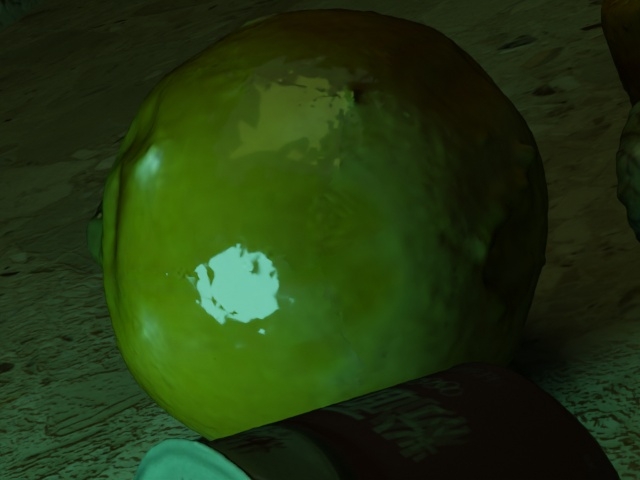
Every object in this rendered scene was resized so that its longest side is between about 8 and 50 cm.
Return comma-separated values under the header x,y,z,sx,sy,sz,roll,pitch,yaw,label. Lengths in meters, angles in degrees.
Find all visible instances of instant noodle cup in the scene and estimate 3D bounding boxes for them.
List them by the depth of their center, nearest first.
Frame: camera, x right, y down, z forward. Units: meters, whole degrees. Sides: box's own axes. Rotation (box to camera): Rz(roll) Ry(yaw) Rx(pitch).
x,y,z,sx,sy,sz,roll,pitch,yaw,label
0.037,0.174,0.864,0.178,0.234,0.235,-23,17,-30,instant noodle cup

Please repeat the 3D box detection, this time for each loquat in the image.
x,y,z,sx,sy,sz,roll,pitch,yaw,label
0.000,0.000,1.201,0.328,0.328,0.328,-20,20,8,loquat

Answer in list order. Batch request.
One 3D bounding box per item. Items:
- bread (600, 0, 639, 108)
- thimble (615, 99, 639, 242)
x,y,z,sx,sy,sz,roll,pitch,yaw,label
0.375,-0.197,1.463,0.312,0.172,0.312,-32,8,5,bread
0.312,-0.057,1.262,0.143,0.137,0.190,-7,14,37,thimble
